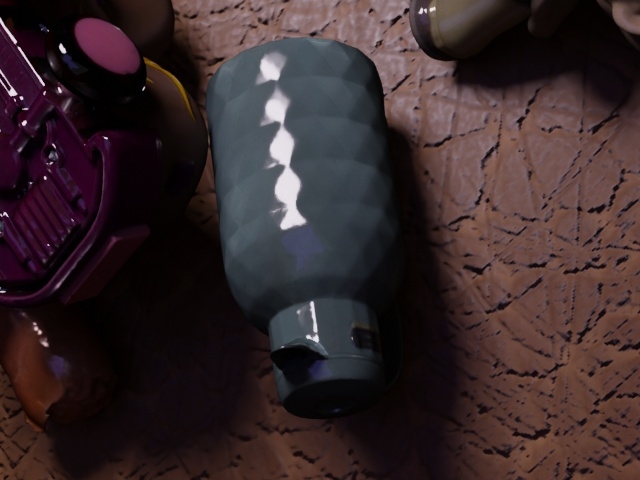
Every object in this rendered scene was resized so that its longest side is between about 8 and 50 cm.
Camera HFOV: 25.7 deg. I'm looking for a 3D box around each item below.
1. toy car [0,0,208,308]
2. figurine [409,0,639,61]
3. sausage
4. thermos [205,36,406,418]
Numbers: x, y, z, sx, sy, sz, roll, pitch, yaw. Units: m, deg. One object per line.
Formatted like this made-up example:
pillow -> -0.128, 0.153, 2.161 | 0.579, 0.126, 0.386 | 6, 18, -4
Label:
toy car -> -0.216, -0.118, 1.142 | 0.271, 0.240, 0.341 | -44, 72, 33
figurine -> 0.240, -0.221, 1.046 | 0.380, 0.203, 0.248 | -5, 64, 31
sausage -> -0.304, -0.022, 1.234 | 0.094, 0.094, 0.419 | -44, 69, 29
thermos -> 0.000, 0.000, 1.085 | 0.145, 0.182, 0.286 | -21, 61, 24
